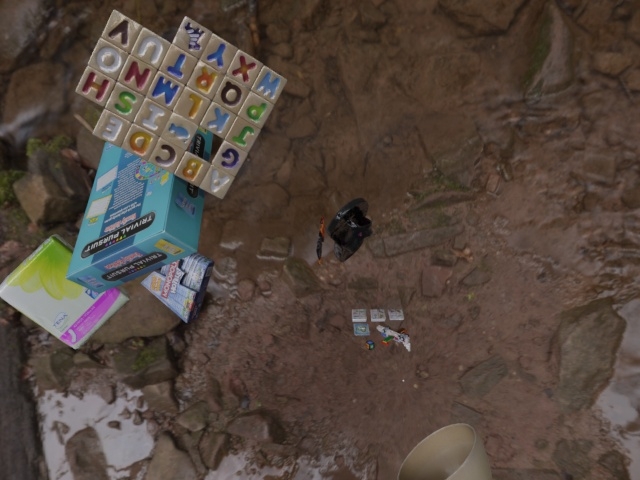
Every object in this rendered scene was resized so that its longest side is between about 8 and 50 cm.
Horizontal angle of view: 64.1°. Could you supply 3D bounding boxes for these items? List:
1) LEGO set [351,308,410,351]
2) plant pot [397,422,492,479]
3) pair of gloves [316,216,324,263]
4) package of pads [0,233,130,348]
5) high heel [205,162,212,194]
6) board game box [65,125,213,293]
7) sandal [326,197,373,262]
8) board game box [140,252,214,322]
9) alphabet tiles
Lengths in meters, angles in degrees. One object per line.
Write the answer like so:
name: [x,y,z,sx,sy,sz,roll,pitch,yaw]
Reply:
LEGO set: [0.201,0.306,1.730,0.182,0.244,0.060,-1,109,1]
plant pot: [0.403,0.723,1.538,0.284,0.284,0.191,-37,90,-2]
pair of gloves: [0.000,0.000,1.093,0.010,0.074,0.083,5,55,7]
package of pads: [-0.768,0.159,1.539,0.229,0.101,0.296,-45,114,-6]
high heel: [-0.285,-0.121,1.252,0.082,0.244,0.117,-1,109,32]
board game box: [-0.332,-0.094,0.971,0.253,0.079,0.336,-21,52,26]
sandal: [0.121,-0.018,1.736,0.167,0.446,0.107,-43,73,-8]
board game box: [-0.437,0.116,1.539,0.194,0.060,0.194,22,101,17]
alphabet tiles: [-0.193,-0.195,0.702,0.237,0.009,0.198,27,100,-21]
